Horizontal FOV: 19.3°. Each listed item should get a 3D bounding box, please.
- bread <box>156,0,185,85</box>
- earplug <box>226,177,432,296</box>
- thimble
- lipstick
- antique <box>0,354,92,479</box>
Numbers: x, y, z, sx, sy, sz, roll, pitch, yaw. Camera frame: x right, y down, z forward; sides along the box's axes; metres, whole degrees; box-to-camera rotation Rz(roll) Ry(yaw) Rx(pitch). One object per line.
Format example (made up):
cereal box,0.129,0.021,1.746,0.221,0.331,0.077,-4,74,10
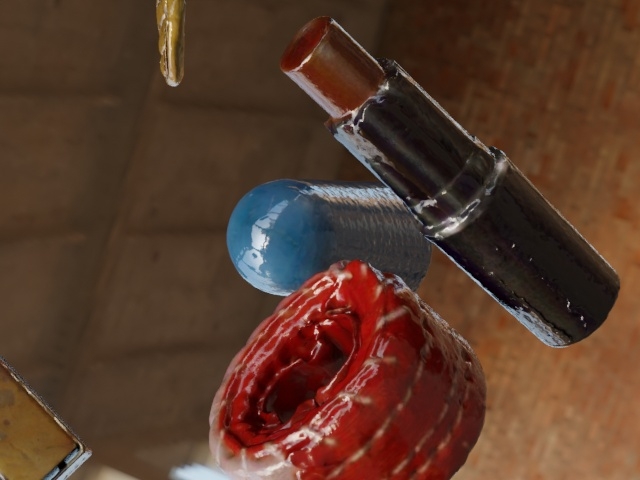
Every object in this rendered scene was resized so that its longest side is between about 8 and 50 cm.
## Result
bread,-0.144,-0.204,1.823,0.110,0.024,0.110,177,90,-82
earplug,0.000,0.000,1.772,0.273,0.132,0.132,7,-79,-68
thimble,0.020,0.121,1.348,0.125,0.163,0.189,43,-105,-33
lipstick,0.089,-0.039,1.280,0.300,0.081,0.081,42,-117,-23
antique,-0.403,0.163,2.156,0.093,0.310,0.087,-44,-6,-7
